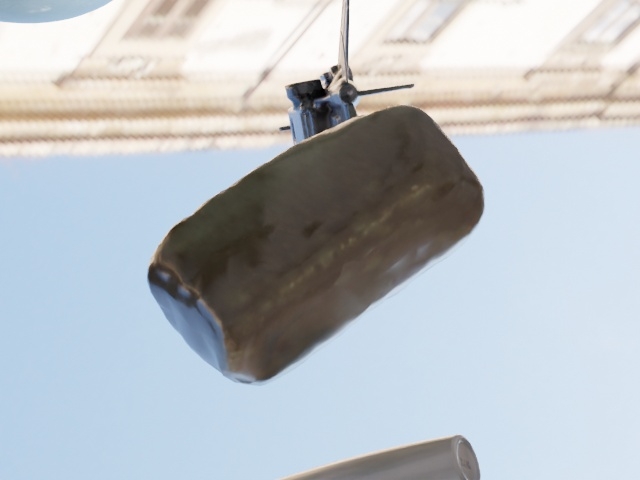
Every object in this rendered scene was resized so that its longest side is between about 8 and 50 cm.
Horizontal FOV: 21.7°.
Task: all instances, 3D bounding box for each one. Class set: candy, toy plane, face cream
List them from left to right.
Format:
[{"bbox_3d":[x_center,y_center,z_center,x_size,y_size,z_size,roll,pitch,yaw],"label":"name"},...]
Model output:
[{"bbox_3d":[0.000,0.000,1.139,0.234,0.102,0.104,-36,-128,-19],"label":"candy"},{"bbox_3d":[0.006,-0.102,1.433,0.088,0.267,0.212,-11,-84,-14],"label":"toy plane"},{"bbox_3d":[0.024,0.182,1.200,0.072,0.182,0.051,28,-133,-57],"label":"face cream"}]

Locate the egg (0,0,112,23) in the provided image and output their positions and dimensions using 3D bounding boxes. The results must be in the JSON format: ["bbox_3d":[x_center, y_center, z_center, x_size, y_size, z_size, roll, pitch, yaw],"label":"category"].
[{"bbox_3d":[-0.247,-0.323,1.103,0.389,0.276,0.276,58,-140,-16],"label":"egg"}]
